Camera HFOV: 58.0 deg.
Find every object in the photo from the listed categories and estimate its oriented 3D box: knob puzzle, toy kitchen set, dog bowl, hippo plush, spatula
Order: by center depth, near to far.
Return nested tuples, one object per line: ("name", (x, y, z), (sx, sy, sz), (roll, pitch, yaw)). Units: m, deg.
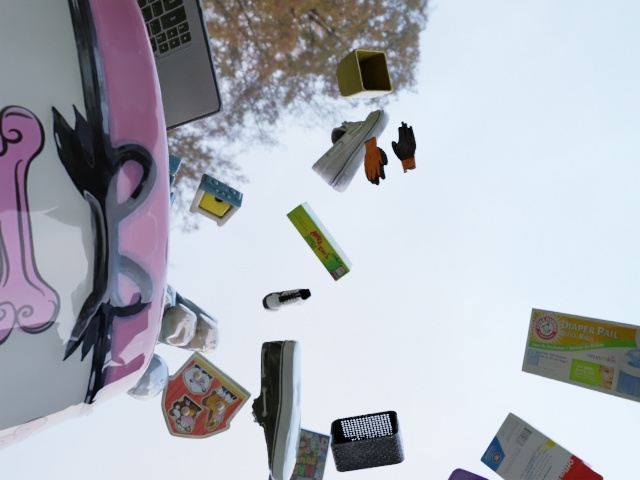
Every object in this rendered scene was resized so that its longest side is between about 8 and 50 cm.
("dog bowl", (-0.238, -0.043, 0.440), (0.408, 0.150, 0.408), (10, -79, 56))
("toy kitchen set", (-0.212, -0.052, 0.942), (0.122, 0.166, 0.207), (-47, -155, 35))
("spatula", (0.303, 0.436, 0.976), (0.084, 0.030, 0.296), (-48, -175, -27))
("hippo plush", (-0.376, 0.195, 1.175), (0.294, 0.234, 0.237), (38, -94, 4))
("knob puzzle", (-0.288, 0.384, 1.347), (0.213, 0.213, 0.030), (-45, -175, 1))

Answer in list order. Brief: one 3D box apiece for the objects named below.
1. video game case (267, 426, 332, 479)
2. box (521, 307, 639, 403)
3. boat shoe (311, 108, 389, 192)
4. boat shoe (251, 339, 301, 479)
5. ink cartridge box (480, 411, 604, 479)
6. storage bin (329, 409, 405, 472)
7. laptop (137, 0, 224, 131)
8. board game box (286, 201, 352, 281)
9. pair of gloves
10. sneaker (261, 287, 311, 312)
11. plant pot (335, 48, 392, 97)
("video game case", (-0.048, 0.483, 1.225), (0.119, 0.015, 0.166), (10, -95, 16))
("box", (0.441, 0.181, 0.916), (0.203, 0.103, 0.114), (5, -98, 49))
("boat shoe", (0.056, -0.178, 1.011), (0.083, 0.075, 0.226), (-51, -174, 44))
("boat shoe", (-0.071, 0.267, 0.917), (0.070, 0.078, 0.220), (-3, -116, 11))
("ink cartridge box", (0.482, 0.495, 1.246), (0.231, 0.078, 0.134), (31, -92, 47))
("storage bin", (0.120, 0.517, 1.489), (0.180, 0.084, 0.122), (-12, -167, 8))
("laptop", (-0.392, -0.338, 0.824), (0.381, 0.236, 0.408), (-8, -83, 34))
("board game box", (0.000, 0.000, 1.285), (0.043, 0.181, 0.092), (-36, -178, 9))
("pair of gloves", (0.090, -0.115, 0.761), (0.083, 0.010, 0.074), (-22, -120, 36))
("sneaker", (-0.065, 0.111, 1.129), (0.043, 0.109, 0.040), (-33, -107, 50))
("plant pot", (0.075, -0.312, 1.107), (0.083, 0.081, 0.082), (-11, -90, 51))
